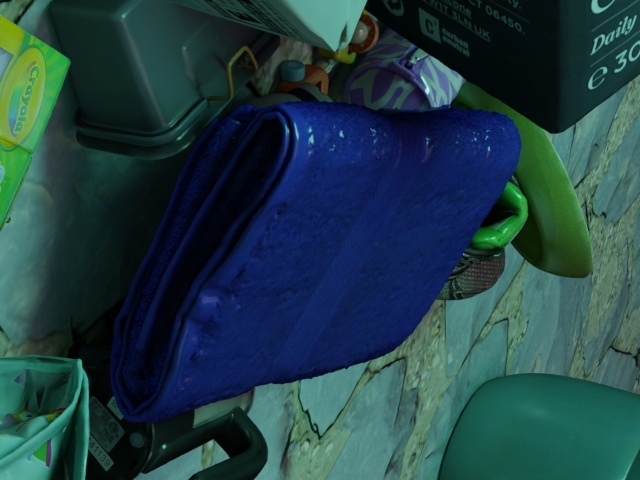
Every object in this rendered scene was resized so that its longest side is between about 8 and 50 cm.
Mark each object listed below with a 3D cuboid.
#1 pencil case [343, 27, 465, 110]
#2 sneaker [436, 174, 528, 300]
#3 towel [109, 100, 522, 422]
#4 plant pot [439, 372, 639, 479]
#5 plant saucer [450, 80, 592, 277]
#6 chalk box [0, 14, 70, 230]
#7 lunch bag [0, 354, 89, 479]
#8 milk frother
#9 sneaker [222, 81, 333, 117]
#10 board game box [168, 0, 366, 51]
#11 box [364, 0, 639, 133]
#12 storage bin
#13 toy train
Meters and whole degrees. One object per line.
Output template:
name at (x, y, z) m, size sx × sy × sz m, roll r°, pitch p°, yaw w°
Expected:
pencil case at (0.090, -0.163, 1.145) m, size 0.206 × 0.086 × 0.088 m, roll -58°, pitch 165°, yaw -44°
sneaker at (0.122, -0.010, 1.275) m, size 0.134 × 0.146 × 0.343 m, roll -64°, pitch 156°, yaw -8°
towel at (0.000, 0.000, 0.925) m, size 0.308 × 0.076 × 0.228 m, roll -6°, pitch 132°, yaw -56°
plant pot at (0.297, 0.305, 1.787) m, size 0.293 × 0.235 × 0.293 m, roll -46°, pitch 148°, yaw -41°
plant saucer at (0.184, -0.063, 1.322) m, size 0.037 × 0.241 × 0.241 m, roll -28°, pitch 146°, yaw -6°
chalk box at (-0.204, -0.054, 0.569) m, size 0.132 × 0.132 × 0.213 m, roll -68°, pitch 157°, yaw -3°
lunch bag at (-0.209, 0.191, 0.716) m, size 0.262 × 0.160 × 0.223 m, roll -22°, pitch 121°, yaw -62°
milk frother at (-0.126, 0.144, 0.960) m, size 0.143 × 0.129 × 0.134 m, roll -32°, pitch 172°, yaw 28°
sneaker at (-0.044, -0.005, 1.028) m, size 0.095 × 0.090 × 0.235 m, roll -23°, pitch 131°, yaw -36°
board game box at (-0.142, -0.170, 0.393) m, size 0.097 × 0.303 × 0.224 m, roll -67°, pitch 157°, yaw -5°
box at (0.200, -0.408, 0.784) m, size 0.480 × 0.297 × 0.472 m, roll -36°, pitch 143°, yaw -18°
storage bin at (-0.092, -0.125, 0.810) m, size 0.135 × 0.098 × 0.091 m, roll -52°, pitch 140°, yaw -34°
toy train at (0.009, -0.164, 1.038) m, size 0.125 × 0.046 × 0.166 m, roll -39°, pitch 143°, yaw -49°
